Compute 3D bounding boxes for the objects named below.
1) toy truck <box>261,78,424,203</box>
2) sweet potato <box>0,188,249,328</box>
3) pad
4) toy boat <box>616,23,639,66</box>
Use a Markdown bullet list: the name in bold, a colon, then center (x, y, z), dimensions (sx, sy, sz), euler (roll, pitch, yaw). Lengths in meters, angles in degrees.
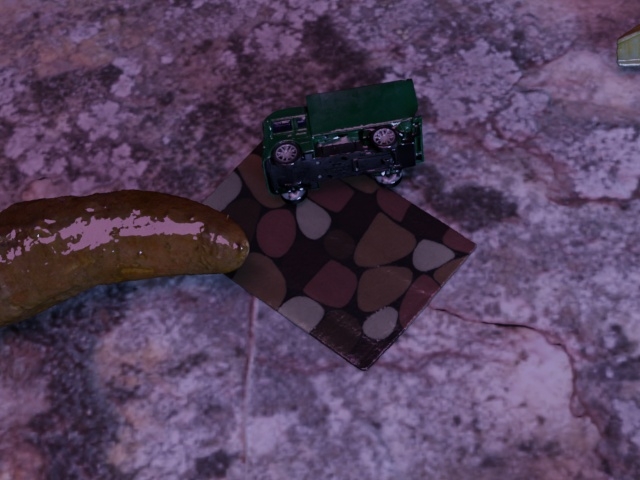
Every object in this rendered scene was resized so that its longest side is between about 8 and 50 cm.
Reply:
- **toy truck**: center (0.019, -0.088, 1.190), dimensions (0.147, 0.065, 0.079), euler (-11, 54, 0)
- **sweet potato**: center (-0.234, 0.015, 1.157), dimensions (0.342, 0.092, 0.114), euler (-16, 71, 2)
- **pad**: center (0.000, 0.000, 1.181), dimensions (0.235, 0.003, 0.158), euler (34, 70, 25)
- **toy boat**: center (0.355, -0.176, 1.192), dimensions (0.172, 0.065, 0.066), euler (5, 51, 17)
